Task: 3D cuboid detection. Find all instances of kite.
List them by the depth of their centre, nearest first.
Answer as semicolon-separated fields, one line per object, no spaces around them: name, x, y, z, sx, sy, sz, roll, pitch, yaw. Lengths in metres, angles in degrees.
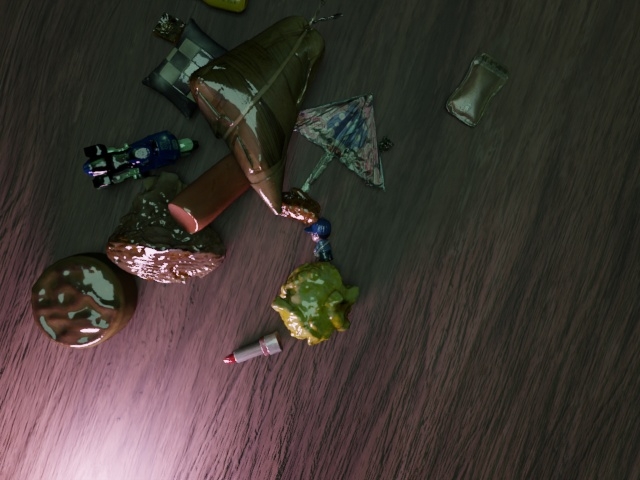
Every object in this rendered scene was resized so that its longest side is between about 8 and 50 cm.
kite;0.053;-0.297;1.779;0.406;0.014;0.368;36;98;5

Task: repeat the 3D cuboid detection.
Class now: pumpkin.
pumpkin;-0.461;-0.647;1.768;0.083;0.054;0.074;27;87;3

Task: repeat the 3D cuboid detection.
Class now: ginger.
ginger;-0.071;-0.112;1.768;0.162;0.103;0.073;18;127;8

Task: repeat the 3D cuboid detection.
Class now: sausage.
sausage;-0.307;-0.146;1.691;0.121;0.121;0.304;43;50;-2

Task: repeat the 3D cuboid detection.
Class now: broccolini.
broccolini;0.130;-0.308;1.794;0.194;0.054;0.052;12;110;1

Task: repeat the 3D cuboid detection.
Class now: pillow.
pillow;-0.394;-0.514;1.746;0.186;0.106;0.250;41;95;-2
pillow;0.486;-0.468;1.796;0.130;0.033;0.217;34;91;-3

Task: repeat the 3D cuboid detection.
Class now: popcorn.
popcorn;-0.018;0.186;1.732;0.255;0.195;0.256;9;73;-6

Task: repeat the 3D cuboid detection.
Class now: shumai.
shumai;-0.466;-0.036;1.758;0.346;0.217;0.283;-3;59;-13

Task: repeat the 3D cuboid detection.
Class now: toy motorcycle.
toy motorcycle;-0.528;-0.248;1.707;0.331;0.196;0.125;-15;92;-2

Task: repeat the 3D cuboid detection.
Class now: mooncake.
mooncake;-0.708;0.179;1.738;0.284;0.155;0.284;0;93;-2

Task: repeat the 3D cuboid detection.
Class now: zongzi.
zongzi;-0.074;-0.395;1.715;0.500;0.218;0.467;-37;105;-13

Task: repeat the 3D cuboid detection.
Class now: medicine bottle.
medicine bottle;-0.350;-0.764;1.761;0.261;0.064;0.095;13;92;0

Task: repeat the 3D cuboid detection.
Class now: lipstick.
lipstick;-0.214;0.342;1.801;0.186;0.057;0.063;-20;92;5

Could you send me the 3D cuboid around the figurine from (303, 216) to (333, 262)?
figurine;0.007;-0.001;1.783;0.079;0.077;0.136;-23;89;39
